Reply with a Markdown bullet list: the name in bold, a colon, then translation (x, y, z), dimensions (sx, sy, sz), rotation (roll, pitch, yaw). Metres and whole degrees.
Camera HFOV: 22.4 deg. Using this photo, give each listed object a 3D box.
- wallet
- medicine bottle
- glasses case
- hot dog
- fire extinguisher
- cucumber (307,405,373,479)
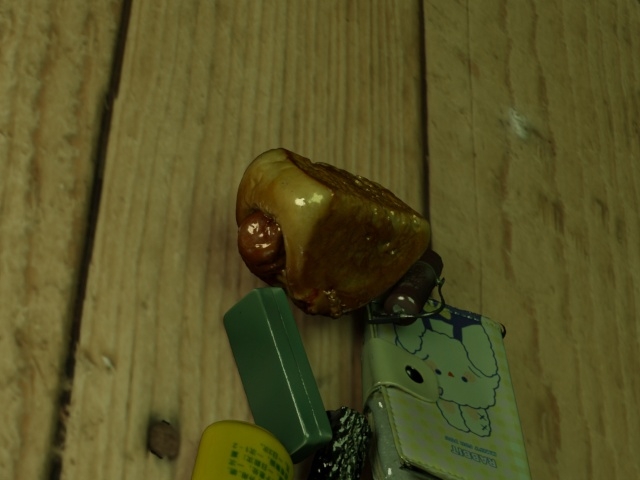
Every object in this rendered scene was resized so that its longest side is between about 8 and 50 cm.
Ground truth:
- **wallet**: translation (0.144, 0.187, 1.880), dimensions (0.223, 0.077, 0.309), rotation (21, 36, -22)
- **medicine bottle**: translation (-0.096, 0.314, 1.578), dimensions (0.111, 0.076, 0.309), rotation (32, 44, -19)
- **glasses case**: translation (-0.048, 0.146, 1.745), dimensions (0.039, 0.078, 0.184), rotation (0, 62, -40)
- **hot dog**: translation (0.000, 0.000, 1.835), dimensions (0.150, 0.153, 0.257), rotation (42, 16, 35)
- **fire extinguisher**: translation (0.114, 0.062, 1.906), dimensions (0.157, 0.078, 0.045), rotation (-53, 142, -59)
- **cucumber**: translation (0.004, 0.293, 1.699), dimensions (0.067, 0.067, 0.245), rotation (33, 48, -21)
